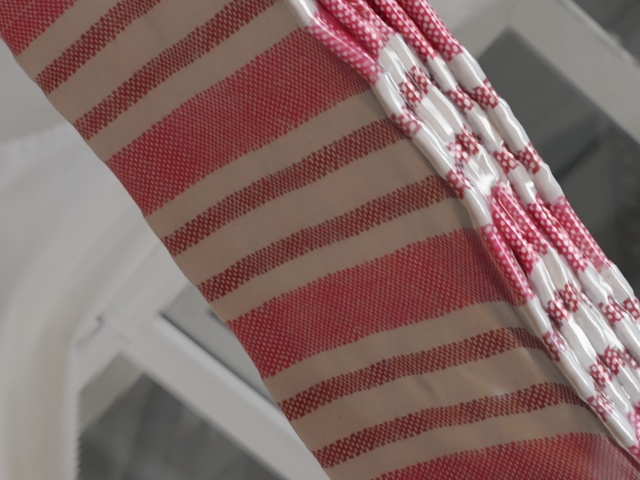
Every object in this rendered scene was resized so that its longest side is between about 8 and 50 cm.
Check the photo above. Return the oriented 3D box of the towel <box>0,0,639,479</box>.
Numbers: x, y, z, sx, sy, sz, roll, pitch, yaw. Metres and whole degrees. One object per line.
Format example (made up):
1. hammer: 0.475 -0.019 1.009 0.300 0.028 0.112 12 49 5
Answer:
1. towel: 0.000 0.000 0.394 0.029 0.197 0.144 -39 -174 -27
